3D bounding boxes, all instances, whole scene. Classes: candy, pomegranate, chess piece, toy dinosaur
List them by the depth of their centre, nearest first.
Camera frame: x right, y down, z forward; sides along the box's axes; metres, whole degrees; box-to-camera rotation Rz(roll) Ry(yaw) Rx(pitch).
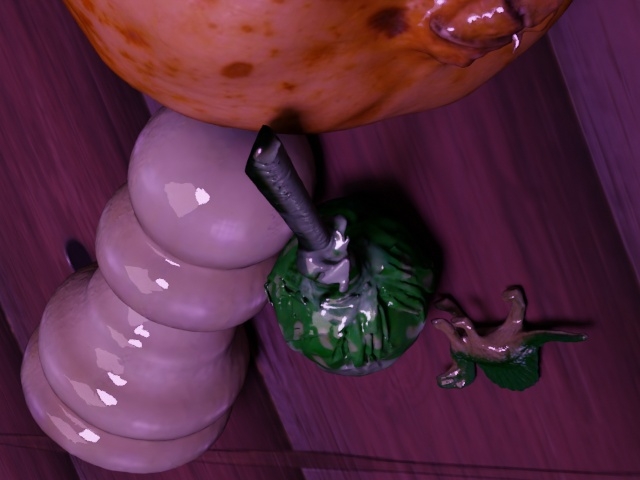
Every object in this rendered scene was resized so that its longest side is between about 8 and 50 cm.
[{"bbox_3d":[0.001,-0.149,0.492,0.248,0.248,0.248,28,132,35],"label":"pomegranate"},{"bbox_3d":[0.000,0.002,0.597,0.097,0.097,0.323,47,178,15],"label":"candy"},{"bbox_3d":[0.100,0.056,0.697,0.120,0.029,0.060,-9,120,47],"label":"toy dinosaur"},{"bbox_3d":[-0.084,0.016,0.787,0.144,0.144,0.251,46,136,17],"label":"chess piece"}]
